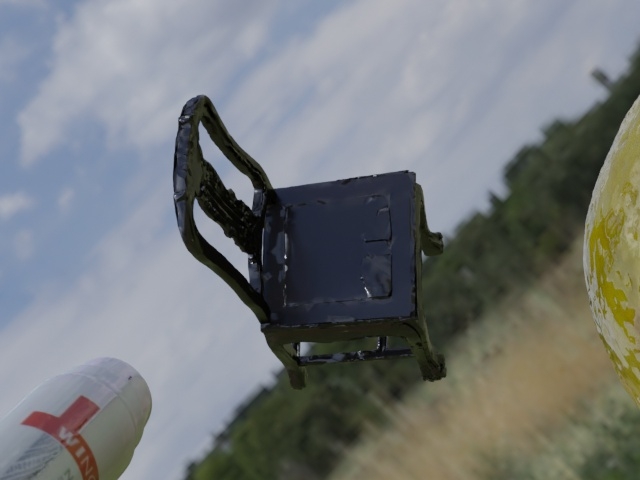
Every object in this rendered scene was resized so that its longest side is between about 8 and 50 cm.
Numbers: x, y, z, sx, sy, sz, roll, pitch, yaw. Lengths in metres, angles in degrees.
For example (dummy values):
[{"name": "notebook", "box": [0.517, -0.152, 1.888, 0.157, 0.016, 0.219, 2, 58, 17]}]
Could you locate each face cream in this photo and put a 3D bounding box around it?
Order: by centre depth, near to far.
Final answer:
[{"name": "face cream", "box": [-0.217, 0.178, 1.415, 0.102, 0.102, 0.345, -50, -1, 25]}]

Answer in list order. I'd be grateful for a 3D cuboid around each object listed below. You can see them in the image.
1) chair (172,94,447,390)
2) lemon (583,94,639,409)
[{"name": "chair", "box": [0.000, 0.000, 1.134, 0.113, 0.106, 0.229, -7, -28, 13]}, {"name": "lemon", "box": [0.256, 0.010, 0.951, 0.267, 0.267, 0.267, -46, -7, -7]}]
